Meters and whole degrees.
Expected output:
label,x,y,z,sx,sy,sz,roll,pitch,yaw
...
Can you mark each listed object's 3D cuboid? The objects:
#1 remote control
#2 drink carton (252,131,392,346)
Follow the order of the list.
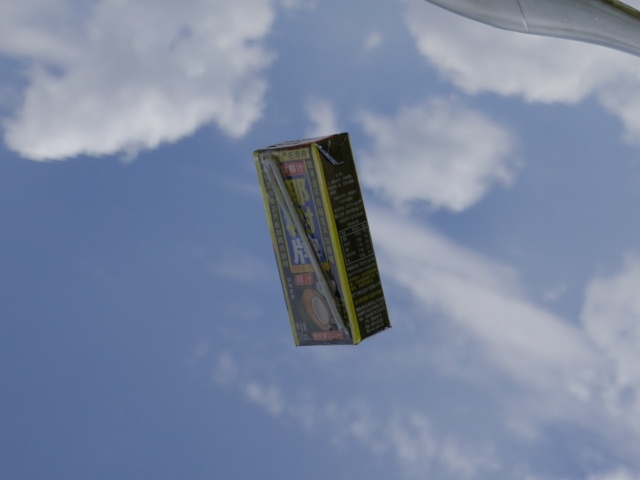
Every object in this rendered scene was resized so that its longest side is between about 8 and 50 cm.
label,x,y,z,sx,sy,sz,roll,pitch,yaw
remote control,0.110,-0.134,0.888,0.229,0.044,0.073,25,-171,8
drink carton,0.000,0.000,1.288,0.071,0.165,0.056,-7,-169,39
